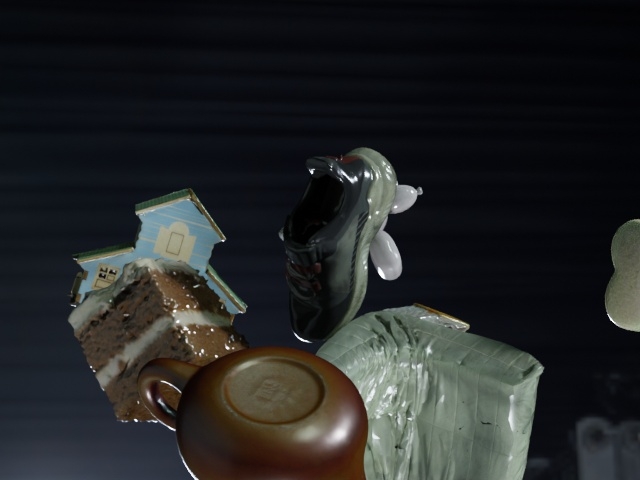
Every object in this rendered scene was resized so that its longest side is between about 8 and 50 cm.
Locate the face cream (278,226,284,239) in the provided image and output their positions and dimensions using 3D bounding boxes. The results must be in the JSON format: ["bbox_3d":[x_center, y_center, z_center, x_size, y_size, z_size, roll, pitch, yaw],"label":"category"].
[{"bbox_3d":[-0.026,0.011,2.013,0.021,0.083,0.040,-39,-171,27],"label":"face cream"}]

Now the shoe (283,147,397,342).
[{"bbox_3d":[0.000,0.000,1.496,0.099,0.112,0.227,24,-84,39],"label":"shoe"}]

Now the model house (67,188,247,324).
[{"bbox_3d":[-0.225,0.021,2.007,0.178,0.271,0.206,-121,-132,-82],"label":"model house"}]

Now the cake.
[{"bbox_3d":[-0.177,0.107,1.496,0.135,0.134,0.147,-40,-115,20],"label":"cake"}]

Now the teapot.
[{"bbox_3d":[-0.065,0.182,1.265,0.178,0.252,0.135,-41,143,-51],"label":"teapot"}]

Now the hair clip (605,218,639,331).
[{"bbox_3d":[0.397,0.021,1.448,0.218,0.071,0.159,-47,-129,20],"label":"hair clip"}]

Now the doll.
[{"bbox_3d":[0.057,-0.025,1.797,0.059,0.161,0.160,69,18,-68],"label":"doll"}]

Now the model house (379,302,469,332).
[{"bbox_3d":[0.142,0.140,1.822,0.088,0.100,0.100,-163,-111,-63],"label":"model house"}]

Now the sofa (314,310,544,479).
[{"bbox_3d":[0.105,0.205,1.444,0.176,0.225,0.210,-39,141,-56],"label":"sofa"}]
